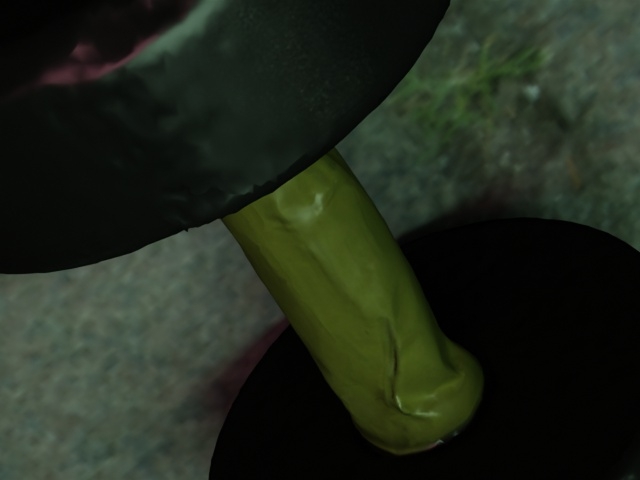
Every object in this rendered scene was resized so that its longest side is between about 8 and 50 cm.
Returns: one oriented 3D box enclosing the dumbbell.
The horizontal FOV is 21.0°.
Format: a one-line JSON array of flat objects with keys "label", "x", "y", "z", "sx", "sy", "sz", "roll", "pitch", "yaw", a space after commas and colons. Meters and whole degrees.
[{"label": "dumbbell", "x": 0.000, "y": 0.000, "z": 0.596, "sx": 0.204, "sy": 0.203, "sz": 0.322, "roll": -34, "pitch": 124, "yaw": 1}]
